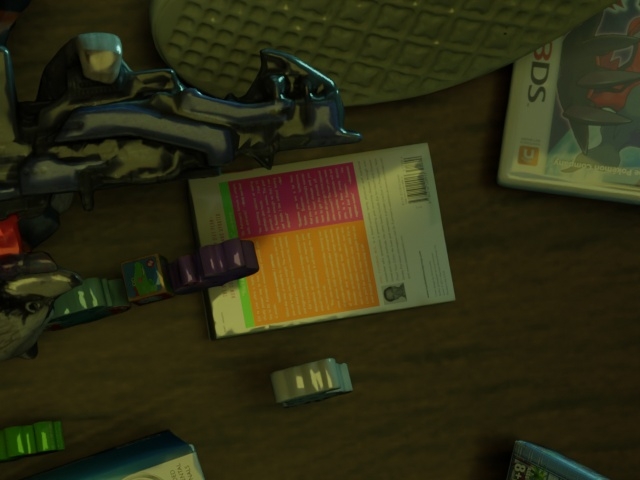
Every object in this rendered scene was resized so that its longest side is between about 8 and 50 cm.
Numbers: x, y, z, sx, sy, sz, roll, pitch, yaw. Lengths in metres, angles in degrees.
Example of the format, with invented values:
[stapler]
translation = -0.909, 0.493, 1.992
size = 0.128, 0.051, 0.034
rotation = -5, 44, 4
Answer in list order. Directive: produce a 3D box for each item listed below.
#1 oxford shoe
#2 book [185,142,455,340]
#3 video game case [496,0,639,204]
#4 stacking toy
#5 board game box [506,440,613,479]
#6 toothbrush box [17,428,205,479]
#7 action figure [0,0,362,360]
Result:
[oxford shoe]
translation = 0.112, -0.206, 1.091
size = 0.449, 0.169, 0.130
rotation = -25, 50, 7
[book]
translation = 0.000, 0.000, 1.125
size = 0.144, 0.035, 0.096
rotation = -8, 86, -11
[video game case]
translation = 0.216, -0.109, 1.141
size = 0.201, 0.023, 0.183
rotation = 8, 83, 6
[stacking toy]
translation = -0.099, 0.025, 1.076
size = 0.221, 0.052, 0.167
rotation = -13, 79, 7
[board game box]
translation = 0.186, 0.228, 1.080
size = 0.194, 0.060, 0.194
rotation = 10, 84, 29
[toothbrush box]
translation = -0.179, 0.251, 1.033
size = 0.296, 0.126, 0.216
rotation = -17, 91, -9
[action figure]
translation = -0.154, -0.094, 1.019
size = 0.341, 0.178, 0.330
rotation = 2, 86, -5
